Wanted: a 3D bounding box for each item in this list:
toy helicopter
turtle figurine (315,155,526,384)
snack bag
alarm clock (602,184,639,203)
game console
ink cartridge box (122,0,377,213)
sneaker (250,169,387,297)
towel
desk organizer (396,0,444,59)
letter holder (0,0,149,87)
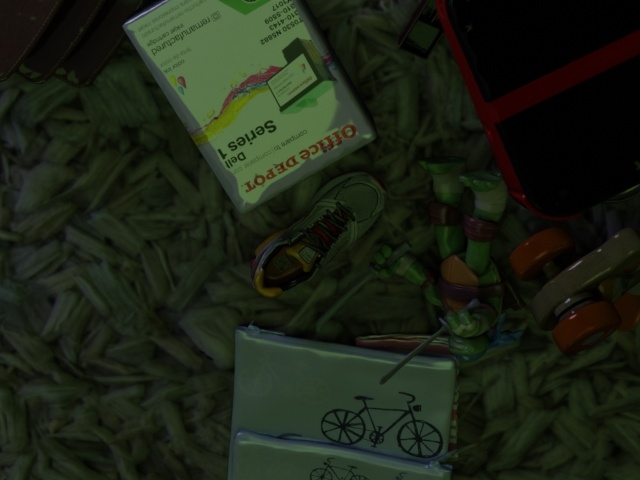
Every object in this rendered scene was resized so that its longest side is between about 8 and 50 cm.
[{"bbox_3d":[0.423,0.011,1.682,0.355,0.235,0.140,-34,67,15],"label":"toy helicopter"},{"bbox_3d":[0.139,0.037,1.707,0.275,0.198,0.266,4,106,-1],"label":"turtle figurine"},{"bbox_3d":[0.028,0.291,1.874,0.323,0.037,0.342,8,112,8],"label":"snack bag"},{"bbox_3d":[0.382,-0.108,1.704,0.192,0.064,0.129,24,110,-3],"label":"alarm clock"},{"bbox_3d":[0.360,-0.228,1.577,0.387,0.060,0.342,-26,115,0],"label":"game console"},{"bbox_3d":[-0.082,-0.203,1.661,0.201,0.117,0.278,-29,106,6],"label":"ink cartridge box"},{"bbox_3d":[0.000,0.000,1.756,0.088,0.092,0.225,43,107,-12],"label":"sneaker"},{"bbox_3d":[0.120,0.222,1.866,0.144,0.029,0.197,0,111,5],"label":"towel"},{"bbox_3d":[0.147,-0.285,1.660,0.047,0.050,0.130,30,110,-7],"label":"desk organizer"},{"bbox_3d":[-0.309,-0.331,1.623,0.214,0.152,0.301,31,110,-10],"label":"letter holder"}]
